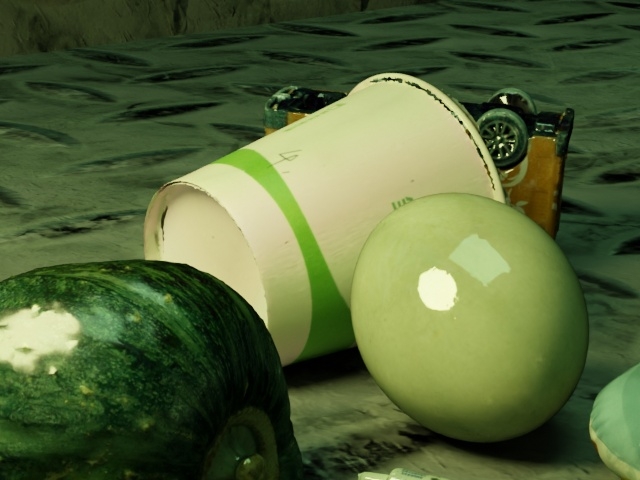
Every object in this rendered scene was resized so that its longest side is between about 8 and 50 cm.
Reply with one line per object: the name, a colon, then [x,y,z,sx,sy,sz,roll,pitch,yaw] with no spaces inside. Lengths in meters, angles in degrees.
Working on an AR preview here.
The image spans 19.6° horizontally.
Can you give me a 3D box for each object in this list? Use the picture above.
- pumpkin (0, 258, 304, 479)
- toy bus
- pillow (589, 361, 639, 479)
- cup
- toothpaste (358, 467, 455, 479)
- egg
pumpkin: [-0.165,0.108,1.343,0.263,0.197,0.293,8,15,38]
toy bus: [0.103,-0.068,2.001,0.323,0.194,0.162,6,16,9]
pillow: [0.319,0.147,1.407,0.214,0.086,0.233,20,23,29]
cup: [0.000,0.000,1.698,0.274,0.253,0.253,-22,25,-35]
toothpaste: [0.119,0.193,1.333,0.204,0.031,0.049,9,18,25]
egg: [0.121,0.062,1.511,0.186,0.186,0.253,-5,28,-17]
